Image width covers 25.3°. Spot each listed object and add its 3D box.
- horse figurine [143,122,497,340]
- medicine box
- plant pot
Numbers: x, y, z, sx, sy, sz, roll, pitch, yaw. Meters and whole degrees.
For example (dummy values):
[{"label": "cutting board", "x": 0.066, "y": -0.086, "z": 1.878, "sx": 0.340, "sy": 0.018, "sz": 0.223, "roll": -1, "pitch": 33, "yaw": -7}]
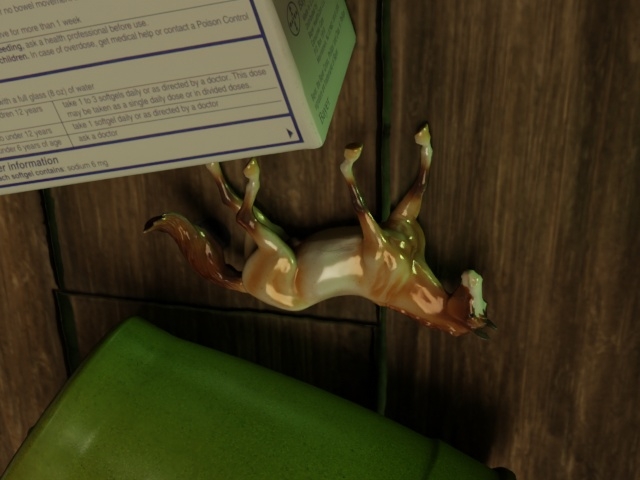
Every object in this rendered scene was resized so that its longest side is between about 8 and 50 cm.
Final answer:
[{"label": "horse figurine", "x": 0.000, "y": 0.000, "z": 1.133, "sx": 0.263, "sy": 0.066, "sz": 0.174, "roll": -4, "pitch": 121, "yaw": 14}, {"label": "medicine box", "x": -0.147, "y": -0.197, "z": 0.956, "sx": 0.263, "sy": 0.149, "sz": 0.289, "roll": -7, "pitch": 125, "yaw": 18}, {"label": "plant pot", "x": -0.084, "y": 0.253, "z": 1.199, "sx": 0.353, "sy": 0.366, "sz": 0.366, "roll": 33, "pitch": 129, "yaw": 1}]
